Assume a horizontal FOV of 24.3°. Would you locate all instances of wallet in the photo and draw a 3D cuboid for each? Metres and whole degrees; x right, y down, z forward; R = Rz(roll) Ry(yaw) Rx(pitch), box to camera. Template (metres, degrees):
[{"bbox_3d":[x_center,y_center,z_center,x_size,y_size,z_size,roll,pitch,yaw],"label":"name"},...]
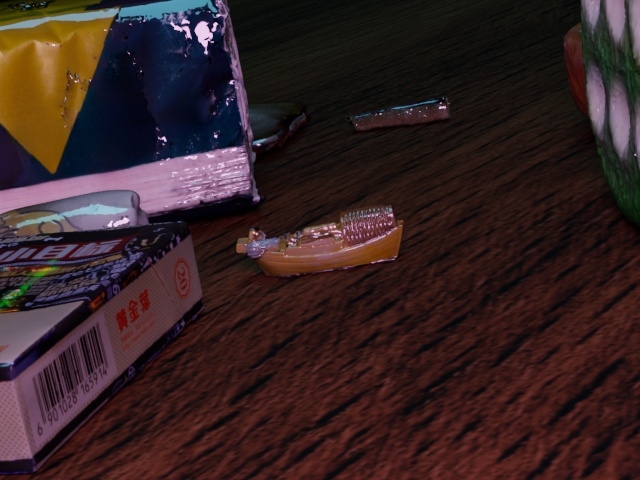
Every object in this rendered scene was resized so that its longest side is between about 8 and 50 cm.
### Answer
[{"bbox_3d":[-0.091,-0.137,1.886,0.137,0.031,0.255,-6,17,13],"label":"wallet"}]

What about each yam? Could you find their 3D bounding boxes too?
[{"bbox_3d":[0.095,-0.151,1.827,0.129,0.033,0.027,-10,42,17],"label":"yam"}]

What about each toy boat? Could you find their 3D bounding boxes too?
[{"bbox_3d":[0.000,0.000,1.305,0.149,0.049,0.047,-9,16,8],"label":"toy boat"}]

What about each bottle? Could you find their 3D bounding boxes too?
[{"bbox_3d":[-0.294,0.015,1.389,0.270,0.083,0.083,-13,15,4],"label":"bottle"}]

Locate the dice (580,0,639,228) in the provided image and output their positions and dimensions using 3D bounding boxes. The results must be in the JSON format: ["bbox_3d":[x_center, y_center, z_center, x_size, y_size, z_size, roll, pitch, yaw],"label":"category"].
[{"bbox_3d":[0.381,-0.166,1.213,0.300,0.287,0.297,-9,19,1],"label":"dice"}]

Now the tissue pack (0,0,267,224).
[{"bbox_3d":[-0.278,-0.130,1.574,0.417,0.253,0.264,-9,16,0],"label":"tissue pack"}]

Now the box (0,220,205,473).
[{"bbox_3d":[-0.237,0.076,1.129,0.198,0.084,0.310,-5,17,20],"label":"box"}]

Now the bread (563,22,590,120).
[{"bbox_3d":[0.356,-0.177,1.568,0.190,0.123,0.244,-18,16,-22],"label":"bread"}]
